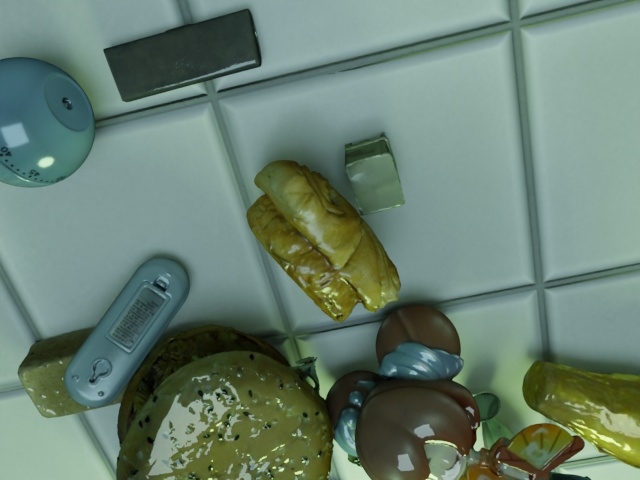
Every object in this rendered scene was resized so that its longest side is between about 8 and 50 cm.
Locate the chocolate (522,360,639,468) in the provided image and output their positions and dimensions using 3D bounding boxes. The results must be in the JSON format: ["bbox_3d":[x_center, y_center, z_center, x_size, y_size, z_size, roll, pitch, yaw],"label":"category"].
[{"bbox_3d":[0.540,0.296,1.042,0.445,0.162,0.162,19,117,-5],"label":"chocolate"}]

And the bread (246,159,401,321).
[{"bbox_3d":[-0.001,-0.001,0.843,0.120,0.198,0.236,-41,111,0],"label":"bread"}]

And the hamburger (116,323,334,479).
[{"bbox_3d":[-0.146,0.275,0.966,0.318,0.195,0.277,-4,107,-18],"label":"hamburger"}]

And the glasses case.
[{"bbox_3d":[-0.171,-0.232,0.806,0.190,0.042,0.072,-13,110,7],"label":"glasses case"}]

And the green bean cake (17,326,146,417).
[{"bbox_3d":[-0.371,0.205,1.017,0.179,0.085,0.109,-16,115,7],"label":"green bean cake"}]

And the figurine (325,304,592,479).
[{"bbox_3d":[0.208,0.306,0.950,0.388,0.248,0.277,33,111,-3],"label":"figurine"}]

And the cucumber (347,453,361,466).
[{"bbox_3d":[0.138,0.408,1.140,0.187,0.058,0.058,32,114,-16],"label":"cucumber"}]

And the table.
[{"bbox_3d":[0.072,-0.091,0.856,0.062,0.083,0.079,-15,118,9],"label":"table"}]

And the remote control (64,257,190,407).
[{"bbox_3d":[-0.281,0.133,0.937,0.087,0.047,0.244,35,81,-9],"label":"remote control"}]

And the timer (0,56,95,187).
[{"bbox_3d":[-0.402,-0.149,0.812,0.255,0.175,0.175,7,123,30],"label":"timer"}]

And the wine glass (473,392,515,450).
[{"bbox_3d":[0.301,0.336,1.095,0.073,0.073,0.155,-25,112,13],"label":"wine glass"}]
